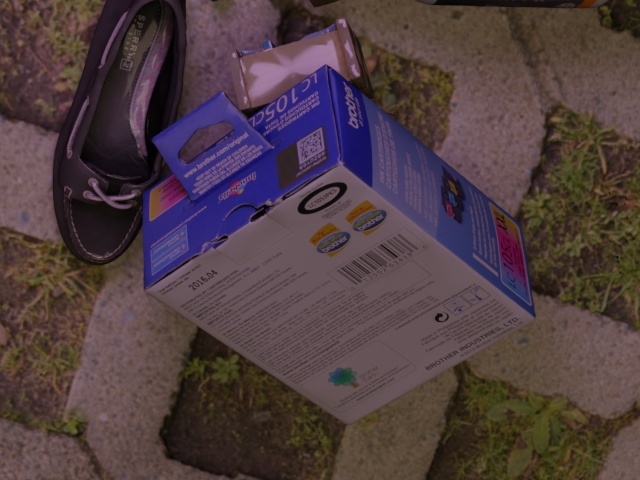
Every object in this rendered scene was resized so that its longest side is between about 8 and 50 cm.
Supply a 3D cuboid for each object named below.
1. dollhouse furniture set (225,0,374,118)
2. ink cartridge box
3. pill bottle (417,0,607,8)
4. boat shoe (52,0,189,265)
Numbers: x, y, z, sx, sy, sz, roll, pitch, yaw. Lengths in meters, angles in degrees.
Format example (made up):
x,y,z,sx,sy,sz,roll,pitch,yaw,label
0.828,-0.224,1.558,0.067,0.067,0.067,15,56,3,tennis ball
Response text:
x,y,z,sx,sy,sz,roll,pitch,yaw,label
-0.033,-0.229,1.814,0.129,0.129,0.183,-15,82,6,dollhouse furniture set
0.000,0.000,1.793,0.270,0.151,0.395,-32,133,26,ink cartridge box
0.166,-0.323,1.790,0.278,0.162,0.162,0,111,-12,pill bottle
-0.210,-0.120,1.815,0.112,0.095,0.335,10,108,-17,boat shoe
